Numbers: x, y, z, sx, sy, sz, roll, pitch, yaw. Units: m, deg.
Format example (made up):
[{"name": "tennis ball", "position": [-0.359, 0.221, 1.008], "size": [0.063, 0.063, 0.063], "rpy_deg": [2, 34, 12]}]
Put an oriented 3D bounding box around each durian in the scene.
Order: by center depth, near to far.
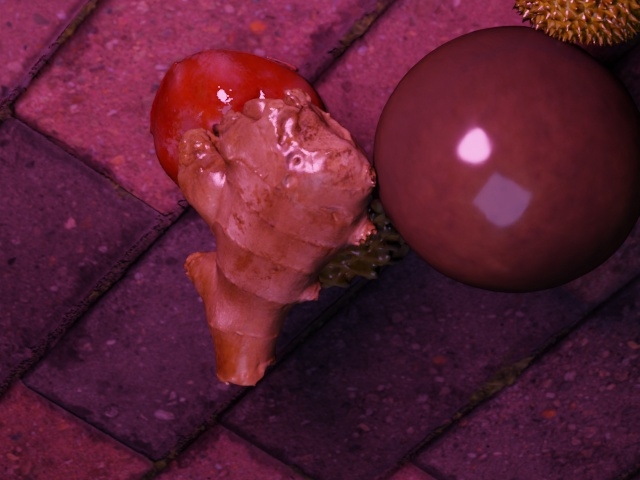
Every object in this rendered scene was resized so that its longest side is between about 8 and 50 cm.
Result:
[{"name": "durian", "position": [0.278, -0.298, 1.776], "size": [0.159, 0.198, 0.146], "rpy_deg": [-9, 145, -23]}]

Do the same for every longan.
[{"name": "longan", "position": [0.215, -0.087, 1.860], "size": [0.319, 0.319, 0.319], "rpy_deg": [3, 128, 3]}]

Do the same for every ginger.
[{"name": "ginger", "position": [-0.086, -0.005, 1.917], "size": [0.236, 0.166, 0.375], "rpy_deg": [30, 113, -9]}]

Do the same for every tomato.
[{"name": "tomato", "position": [-0.104, -0.119, 2.005], "size": [0.225, 0.085, 0.225], "rpy_deg": [4, 131, 5]}]

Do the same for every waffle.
[{"name": "waffle", "position": [0.000, -0.002, 2.077], "size": [0.223, 0.054, 0.204], "rpy_deg": [-13, 149, 14]}]
